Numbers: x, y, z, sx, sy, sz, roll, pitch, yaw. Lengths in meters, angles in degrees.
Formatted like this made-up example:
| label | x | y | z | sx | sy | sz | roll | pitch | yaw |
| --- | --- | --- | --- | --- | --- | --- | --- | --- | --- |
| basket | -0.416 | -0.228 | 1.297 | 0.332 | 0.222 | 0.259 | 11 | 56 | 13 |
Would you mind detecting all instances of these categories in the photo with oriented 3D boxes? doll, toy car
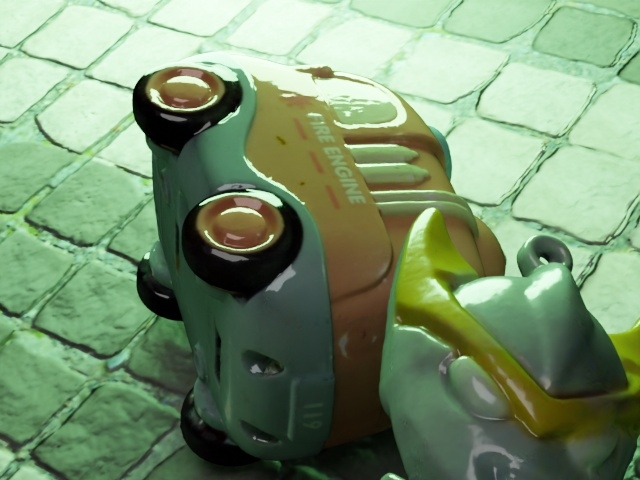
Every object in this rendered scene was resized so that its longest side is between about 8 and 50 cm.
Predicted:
| label | x | y | z | sx | sy | sz | roll | pitch | yaw |
| --- | --- | --- | --- | --- | --- | --- | --- | --- | --- |
| doll | 0.082 | 0.109 | 0.678 | 0.145 | 0.103 | 0.316 | 10 | 50 | 14 |
| toy car | 0.000 | 0.000 | 0.870 | 0.212 | 0.180 | 0.270 | -10 | 45 | -16 |
